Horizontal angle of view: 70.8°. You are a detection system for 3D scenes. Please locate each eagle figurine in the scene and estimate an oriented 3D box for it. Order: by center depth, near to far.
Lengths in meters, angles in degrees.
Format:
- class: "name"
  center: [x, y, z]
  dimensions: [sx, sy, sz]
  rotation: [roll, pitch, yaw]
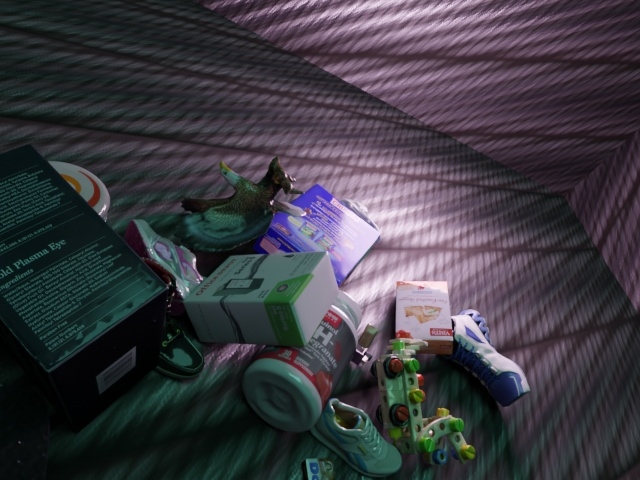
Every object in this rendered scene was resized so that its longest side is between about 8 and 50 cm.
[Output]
- class: "eagle figurine"
  center: [-0.206, -0.094, 1.147]
  dimensions: [0.225, 0.298, 0.226]
  rotation: [53, 6, 19]

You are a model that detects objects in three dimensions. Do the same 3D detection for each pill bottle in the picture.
- class: "pill bottle"
  center: [-0.021, 0.248, 1.010]
  dimensions: [0.176, 0.176, 0.318]
  rotation: [38, 37, 3]

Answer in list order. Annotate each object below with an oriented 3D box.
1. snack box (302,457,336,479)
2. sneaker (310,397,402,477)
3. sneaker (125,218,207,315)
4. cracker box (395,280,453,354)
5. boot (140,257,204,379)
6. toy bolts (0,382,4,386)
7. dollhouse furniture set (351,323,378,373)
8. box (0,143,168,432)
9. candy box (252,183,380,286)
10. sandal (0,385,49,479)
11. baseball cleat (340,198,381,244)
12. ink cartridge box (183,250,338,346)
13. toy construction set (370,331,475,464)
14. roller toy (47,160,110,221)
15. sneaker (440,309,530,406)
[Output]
- class: "snack box"
  center: [0.009, 0.519, 0.871]
  dimensions: [0.064, 0.022, 0.178]
  rotation: [12, 44, -27]
- class: "sneaker"
  center: [0.086, 0.428, 0.971]
  dimensions: [0.228, 0.092, 0.087]
  rotation: [33, 36, -6]
- class: "sneaker"
  center: [-0.355, 0.052, 1.037]
  dimensions: [0.252, 0.103, 0.111]
  rotation: [52, 36, 10]
- class: "cracker box"
  center: [0.299, 0.220, 1.319]
  dimensions: [0.155, 0.067, 0.232]
  rotation: [0, 39, 10]
- class: "boot"
  center: [-0.309, 0.157, 0.882]
  dimensions: [0.236, 0.179, 0.085]
  rotation: [38, 37, 4]
- class: "toy bolts"
  center: [-0.517, 0.291, 0.595]
  dimensions: [0.218, 0.159, 0.228]
  rotation: [46, 38, 13]
- class: "dollhouse furniture set"
  center: [0.138, 0.267, 1.164]
  dimensions: [0.090, 0.115, 0.081]
  rotation: [31, 26, 15]
- class: "box"
  center: [-0.419, 0.091, 0.712]
  dimensions: [0.312, 0.343, 0.179]
  rotation: [43, 52, 9]
- class: "candy box"
  center: [0.000, 0.000, 1.338]
  dimensions: [0.268, 0.122, 0.317]
  rotation: [39, 38, 6]
- class: "sandal"
  center: [-0.434, 0.411, 0.541]
  dimensions: [0.167, 0.106, 0.447]
  rotation: [39, 44, -55]
- class: "baseball cleat"
  center: [0.156, -0.073, 1.580]
  dimensions: [0.206, 0.072, 0.109]
  rotation: [52, 33, 14]
- class: "ink cartridge box"
  center: [-0.125, 0.123, 0.984]
  dimensions: [0.198, 0.272, 0.115]
  rotation: [-52, 132, -53]
- class: "toy construction set"
  center: [0.228, 0.364, 1.073]
  dimensions: [0.214, 0.151, 0.328]
  rotation: [5, 53, -26]
- class: "roller toy"
  center: [-0.560, -0.070, 0.959]
  dimensions: [0.191, 0.146, 0.209]
  rotation: [-10, 56, -44]
- class: "sneaker"
  center: [0.442, 0.343, 1.327]
  dimensions: [0.182, 0.128, 0.316]
  rotation: [4, 40, -30]
